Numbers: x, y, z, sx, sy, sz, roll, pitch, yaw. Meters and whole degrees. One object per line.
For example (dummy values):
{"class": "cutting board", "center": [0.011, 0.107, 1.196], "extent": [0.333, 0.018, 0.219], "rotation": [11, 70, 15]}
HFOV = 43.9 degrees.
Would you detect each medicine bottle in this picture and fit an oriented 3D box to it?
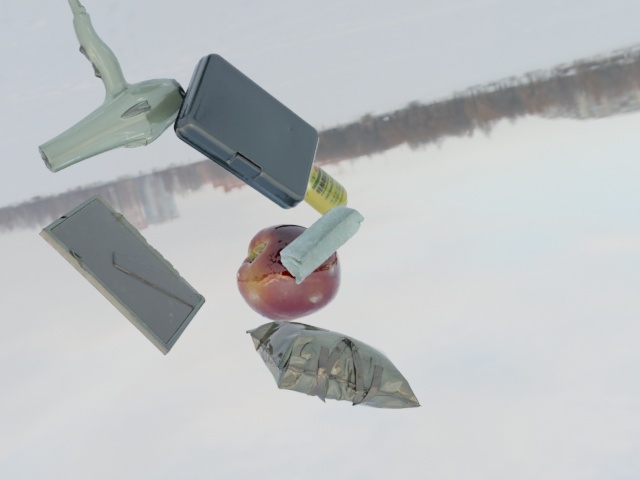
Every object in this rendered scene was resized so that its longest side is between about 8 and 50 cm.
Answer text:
{"class": "medicine bottle", "center": [-0.052, -0.170, 2.019], "extent": [0.076, 0.309, 0.111], "rotation": [-24, -140, 40]}

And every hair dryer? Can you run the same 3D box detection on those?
{"class": "hair dryer", "center": [-0.356, -0.220, 1.160], "extent": [0.229, 0.267, 0.092], "rotation": [-51, -168, -20]}

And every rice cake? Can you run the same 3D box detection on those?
{"class": "rice cake", "center": [0.000, 0.000, 1.659], "extent": [0.206, 0.063, 0.069], "rotation": [-39, -142, -24]}

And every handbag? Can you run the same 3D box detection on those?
{"class": "handbag", "center": [0.021, 0.203, 1.260], "extent": [0.270, 0.117, 0.182], "rotation": [19, -173, -16]}

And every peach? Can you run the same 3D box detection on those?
{"class": "peach", "center": [-0.066, 0.082, 1.808], "extent": [0.243, 0.244, 0.199], "rotation": [-15, -158, -8]}

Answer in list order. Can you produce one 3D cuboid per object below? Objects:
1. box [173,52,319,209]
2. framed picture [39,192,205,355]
{"class": "box", "center": [-0.105, -0.164, 1.199], "extent": [0.050, 0.230, 0.160], "rotation": [-25, -139, 42]}
{"class": "framed picture", "center": [-0.322, 0.048, 1.343], "extent": [0.019, 0.281, 0.209], "rotation": [-41, -173, 21]}
